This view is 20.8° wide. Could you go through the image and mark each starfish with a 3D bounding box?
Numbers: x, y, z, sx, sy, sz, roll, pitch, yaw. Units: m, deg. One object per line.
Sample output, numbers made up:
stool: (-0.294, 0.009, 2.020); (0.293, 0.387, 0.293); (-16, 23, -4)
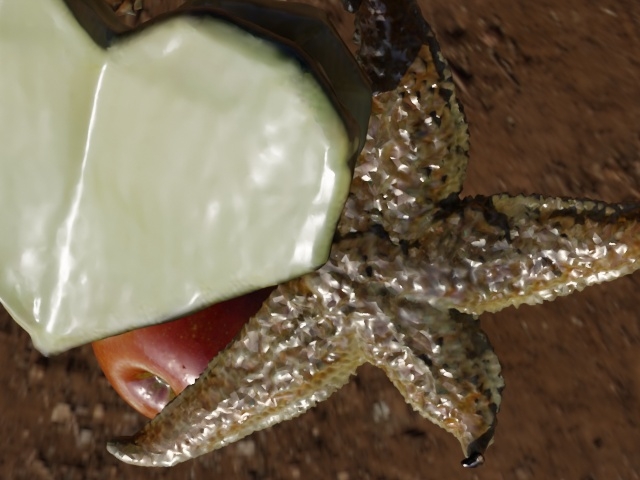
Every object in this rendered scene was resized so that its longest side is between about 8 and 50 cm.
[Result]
starfish: (0.001, -0.003, 0.740); (0.295, 0.048, 0.231); (-26, 101, 27)

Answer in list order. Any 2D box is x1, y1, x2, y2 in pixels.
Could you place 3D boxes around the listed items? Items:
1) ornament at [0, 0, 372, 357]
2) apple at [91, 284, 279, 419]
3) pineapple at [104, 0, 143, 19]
ornament: (-0.092, -0.026, 0.659); (0.201, 0.059, 0.180); (17, 126, -1)
apple: (-0.080, 0.057, 1.197); (0.163, 0.163, 0.139); (37, 71, -13)
pineapple: (-0.223, -0.164, 1.272); (0.175, 0.175, 0.361); (27, 86, -11)
